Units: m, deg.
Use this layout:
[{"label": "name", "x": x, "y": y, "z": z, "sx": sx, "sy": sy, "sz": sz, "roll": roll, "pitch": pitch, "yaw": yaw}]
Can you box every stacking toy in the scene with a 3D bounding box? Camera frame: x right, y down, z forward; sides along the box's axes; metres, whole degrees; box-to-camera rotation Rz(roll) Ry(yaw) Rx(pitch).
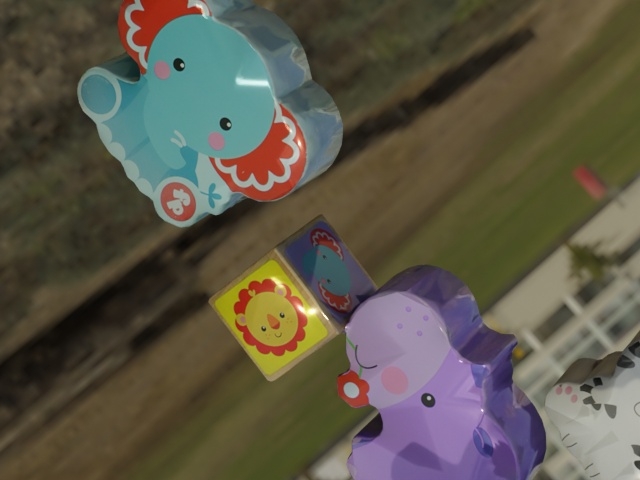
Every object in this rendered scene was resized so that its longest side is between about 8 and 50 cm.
[{"label": "stacking toy", "x": 0.000, "y": 0.000, "z": 0.398, "sx": 0.052, "sy": 0.221, "sz": 0.167, "roll": -38, "pitch": -179, "yaw": 33}]
